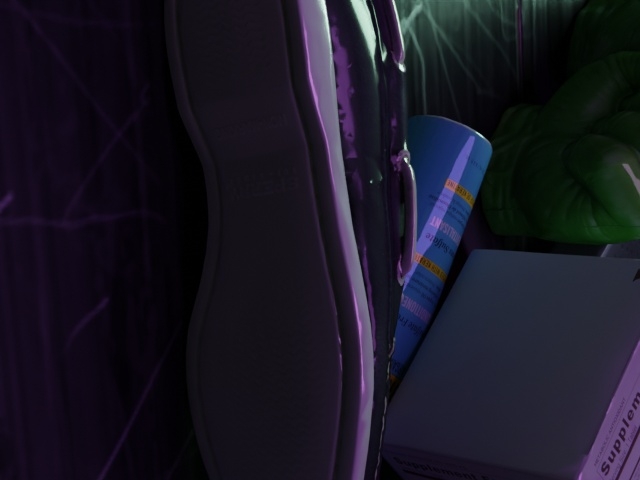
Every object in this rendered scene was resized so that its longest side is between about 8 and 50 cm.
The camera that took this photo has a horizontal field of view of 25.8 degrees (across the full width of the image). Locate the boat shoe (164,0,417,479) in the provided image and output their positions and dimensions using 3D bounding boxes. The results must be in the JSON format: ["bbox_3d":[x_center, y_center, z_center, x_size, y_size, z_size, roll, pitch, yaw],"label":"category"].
[{"bbox_3d":[0.000,0.000,0.642,0.091,0.114,0.302,-10,102,-49],"label":"boat shoe"}]

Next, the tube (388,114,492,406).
[{"bbox_3d":[0.037,0.034,0.764,0.080,0.052,0.207,34,71,-44],"label":"tube"}]

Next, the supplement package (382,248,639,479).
[{"bbox_3d":[0.163,0.132,0.782,0.244,0.134,0.139,51,58,-35],"label":"supplement package"}]

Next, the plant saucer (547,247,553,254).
[{"bbox_3d":[0.168,0.054,0.973,0.119,0.021,0.119,-7,99,-54],"label":"plant saucer"}]

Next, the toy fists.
[{"bbox_3d":[0.218,-0.097,0.924,0.279,0.142,0.096,-51,132,-41],"label":"toy fists"}]

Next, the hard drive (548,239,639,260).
[{"bbox_3d":[0.222,0.034,0.981,0.254,0.054,0.172,-46,130,-42],"label":"hard drive"}]
